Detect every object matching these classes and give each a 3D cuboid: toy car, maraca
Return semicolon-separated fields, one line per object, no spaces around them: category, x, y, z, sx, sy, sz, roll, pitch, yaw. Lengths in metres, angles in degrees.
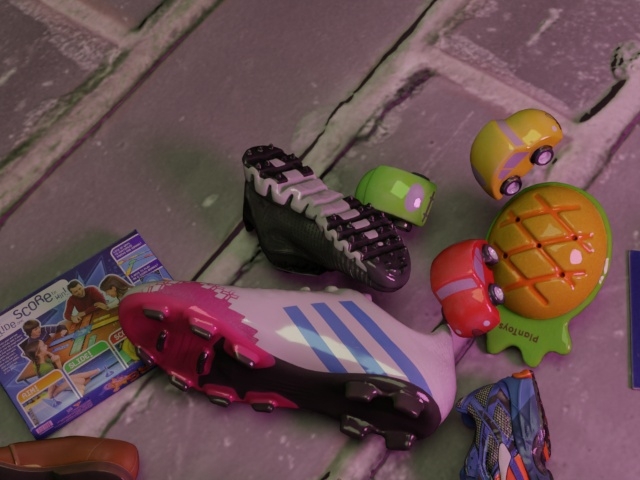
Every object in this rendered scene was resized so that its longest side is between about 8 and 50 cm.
toy car;0.111;-0.037;1.260;0.225;0.053;0.239;13;79;44
maraca;0.219;0.032;1.248;0.127;0.099;0.186;18;86;25

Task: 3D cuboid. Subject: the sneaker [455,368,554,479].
sneaker;0.174;0.229;1.152;0.087;0.083;0.221;-12;53;12

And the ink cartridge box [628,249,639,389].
ink cartridge box;0.474;0.074;1.226;0.332;0.065;0.165;2;60;5

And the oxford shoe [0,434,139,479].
oxford shoe;-0.273;0.220;1.190;0.212;0.076;0.076;0;30;6

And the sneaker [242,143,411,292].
sneaker;0.000;0.000;1.273;0.078;0.106;0.234;-18;44;-41

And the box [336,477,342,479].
box;-0.009;0.288;1.099;0.042;0.109;0.178;34;67;22

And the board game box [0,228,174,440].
board game box;-0.235;0.093;1.269;0.201;0.035;0.136;-32;63;-15

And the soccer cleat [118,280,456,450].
soccer cleat;-0.027;0.096;1.219;0.331;0.116;0.143;18;44;5
